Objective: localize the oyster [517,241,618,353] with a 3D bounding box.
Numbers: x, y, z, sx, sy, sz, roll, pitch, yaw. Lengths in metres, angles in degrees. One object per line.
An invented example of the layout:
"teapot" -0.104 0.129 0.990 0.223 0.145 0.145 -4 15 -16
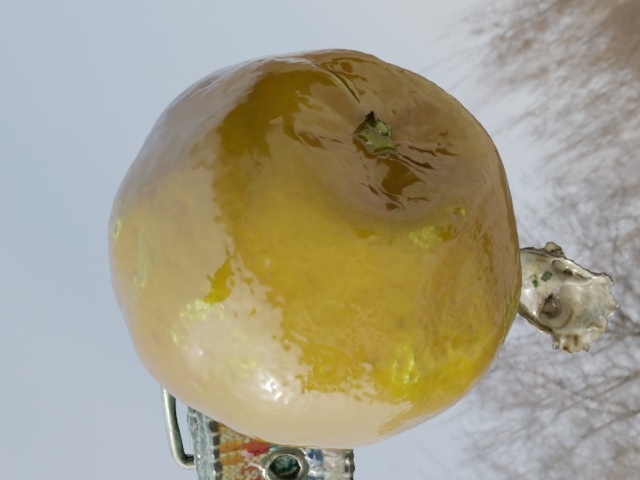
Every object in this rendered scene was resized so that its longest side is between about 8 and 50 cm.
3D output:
"oyster" 0.267 0.053 1.203 0.166 0.108 0.053 36 -152 -1

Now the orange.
"orange" 0.000 0.000 0.681 0.279 0.235 0.279 7 -137 -6

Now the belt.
"belt" -0.062 0.147 0.930 0.207 0.160 0.295 -105 11 -54
